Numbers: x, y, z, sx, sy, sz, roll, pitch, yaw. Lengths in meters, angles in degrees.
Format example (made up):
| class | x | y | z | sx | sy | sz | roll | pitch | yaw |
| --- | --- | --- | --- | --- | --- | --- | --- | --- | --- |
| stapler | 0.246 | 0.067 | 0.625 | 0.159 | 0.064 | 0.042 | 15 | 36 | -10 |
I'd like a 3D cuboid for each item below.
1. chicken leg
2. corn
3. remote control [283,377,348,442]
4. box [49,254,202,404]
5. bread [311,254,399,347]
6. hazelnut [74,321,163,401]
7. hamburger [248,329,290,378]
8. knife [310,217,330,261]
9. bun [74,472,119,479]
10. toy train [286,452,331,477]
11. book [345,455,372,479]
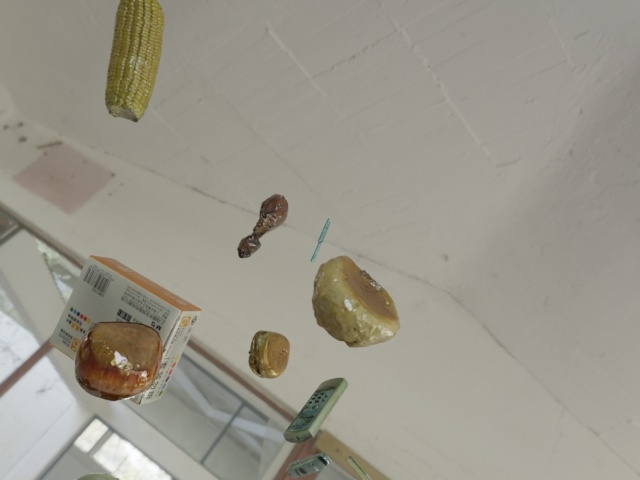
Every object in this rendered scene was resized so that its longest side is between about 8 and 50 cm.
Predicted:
| class | x | y | z | sx | sy | sz | roll | pitch | yaw |
| --- | --- | --- | --- | --- | --- | --- | --- | --- | --- |
| chicken leg | -0.178 | -0.040 | 1.710 | 0.093 | 0.304 | 0.113 | 33 | -49 | -5 |
| corn | -0.494 | -0.483 | 1.463 | 0.131 | 0.345 | 0.131 | 6 | -12 | 1 |
| remote control | -0.008 | 0.454 | 1.495 | 0.098 | 0.233 | 0.038 | -24 | -79 | 37 |
| box | -0.412 | 0.184 | 1.163 | 0.273 | 0.221 | 0.091 | 28 | 2 | 20 |
| bread | 0.073 | 0.154 | 1.327 | 0.244 | 0.244 | 0.134 | 41 | -68 | -4 |
| hazelnut | -0.364 | 0.218 | 1.000 | 0.150 | 0.150 | 0.150 | 25 | -36 | 20 |
| hamburger | -0.150 | 0.337 | 1.628 | 0.083 | 0.138 | 0.147 | 3 | -18 | 29 |
| knife | 0.000 | 0.000 | 1.013 | 0.005 | 0.014 | 0.091 | 32 | -71 | 28 |
| bun | -0.528 | 0.705 | 1.288 | 0.187 | 0.293 | 0.293 | 11 | -41 | 15 |
| toy train | -0.037 | 0.698 | 1.716 | 0.043 | 0.047 | 0.207 | 47 | -45 | -2 |
| book | 0.179 | 0.643 | 1.307 | 0.322 | 0.018 | 0.228 | 44 | -12 | 20 |
